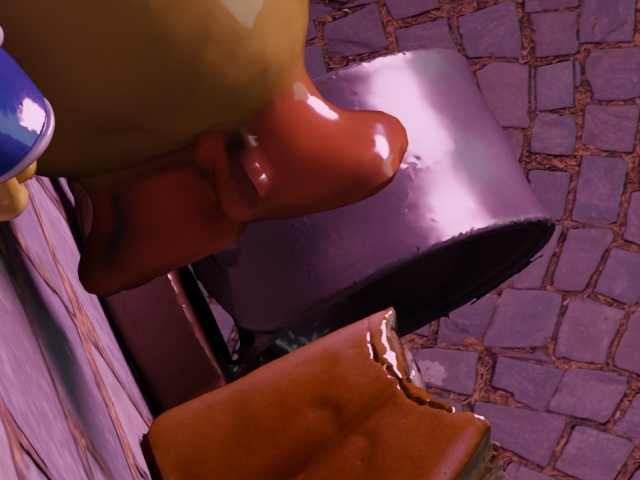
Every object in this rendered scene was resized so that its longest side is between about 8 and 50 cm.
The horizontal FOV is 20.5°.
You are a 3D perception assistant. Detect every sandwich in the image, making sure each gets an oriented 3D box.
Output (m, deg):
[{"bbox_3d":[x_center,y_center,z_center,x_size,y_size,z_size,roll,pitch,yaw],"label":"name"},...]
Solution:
[{"bbox_3d":[0.028,0.188,1.079,0.155,0.198,0.227,70,-5,-54],"label":"sandwich"}]

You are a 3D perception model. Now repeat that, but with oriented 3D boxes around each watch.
[{"bbox_3d":[0.000,0.000,1.364,0.335,0.327,0.314,77,-12,-76],"label":"watch"}]

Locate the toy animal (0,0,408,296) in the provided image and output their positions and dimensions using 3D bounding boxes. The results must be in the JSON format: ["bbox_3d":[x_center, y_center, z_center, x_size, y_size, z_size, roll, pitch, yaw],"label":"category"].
[{"bbox_3d":[-0.118,-0.140,0.874,0.338,0.216,0.191,63,24,-4],"label":"toy animal"}]

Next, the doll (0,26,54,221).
[{"bbox_3d":[-0.151,-0.069,0.719,0.143,0.058,0.098,66,18,-46],"label":"doll"}]
